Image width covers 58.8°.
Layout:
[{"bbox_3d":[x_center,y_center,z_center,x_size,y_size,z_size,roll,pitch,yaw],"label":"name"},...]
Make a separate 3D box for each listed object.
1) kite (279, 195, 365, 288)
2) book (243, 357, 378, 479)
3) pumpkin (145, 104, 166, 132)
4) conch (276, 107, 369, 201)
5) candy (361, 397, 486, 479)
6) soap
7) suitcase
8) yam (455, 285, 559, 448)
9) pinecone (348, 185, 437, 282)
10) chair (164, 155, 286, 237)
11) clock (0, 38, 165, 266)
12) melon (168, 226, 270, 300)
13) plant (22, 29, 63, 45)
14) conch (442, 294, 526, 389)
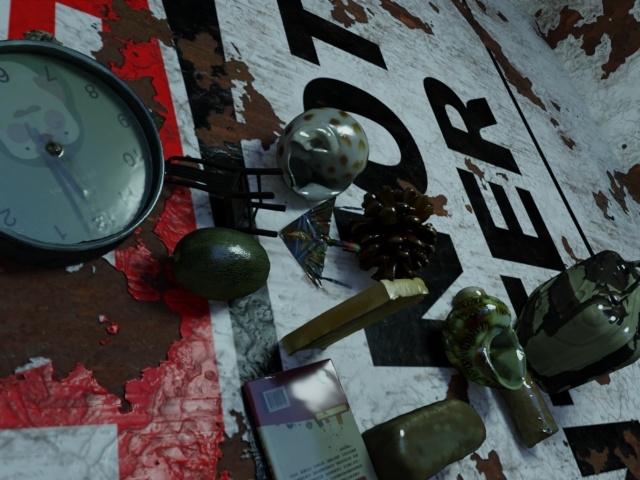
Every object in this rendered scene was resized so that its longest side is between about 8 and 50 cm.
[{"bbox_3d":[0.000,0.000,1.073,0.160,0.010,0.183,11,78,-3],"label":"kite"},{"bbox_3d":[-0.009,0.304,0.853,0.162,0.022,0.232,-8,66,-34],"label":"book"},{"bbox_3d":[-0.311,-0.202,0.965,0.083,0.054,0.074,25,41,-20],"label":"pumpkin"},{"bbox_3d":[0.009,-0.180,1.166,0.275,0.183,0.148,10,22,-44],"label":"conch"},{"bbox_3d":[0.174,0.333,0.949,0.234,0.104,0.102,-5,69,-44],"label":"candy"},{"bbox_3d":[0.049,0.120,0.886,0.092,0.252,0.037,-1,64,-44],"label":"soap"},{"bbox_3d":[0.625,0.177,1.296,0.194,0.339,0.351,50,39,1],"label":"suitcase"},{"bbox_3d":[0.396,0.260,1.227,0.081,0.081,0.357,-2,61,-43],"label":"yam"},{"bbox_3d":[0.143,-0.008,1.132,0.150,0.179,0.195,30,60,-65],"label":"pinecone"},{"bbox_3d":[-0.172,-0.078,0.989,0.212,0.101,0.084,7,44,8],"label":"chair"},{"bbox_3d":[-0.370,-0.124,0.787,0.319,0.066,0.319,17,63,-38],"label":"clock"},{"bbox_3d":[-0.155,0.035,0.874,0.167,0.114,0.114,13,52,-38],"label":"melon"},{"bbox_3d":[-0.459,-0.277,0.890,0.122,0.104,0.116,4,15,-9],"label":"plant"},{"bbox_3d":[0.335,0.202,1.167,0.187,0.124,0.181,34,65,-16],"label":"conch"}]
